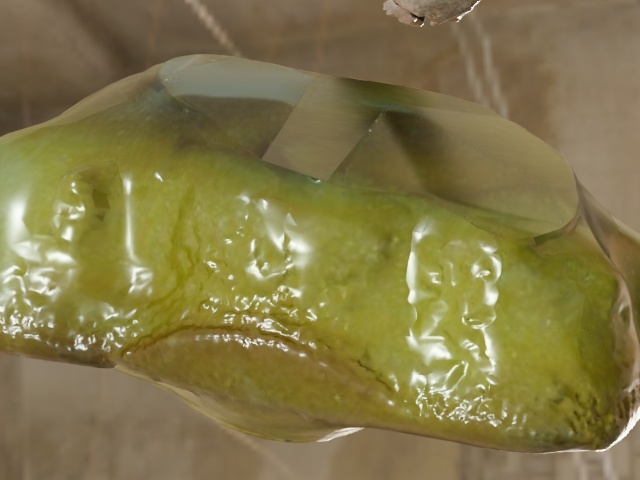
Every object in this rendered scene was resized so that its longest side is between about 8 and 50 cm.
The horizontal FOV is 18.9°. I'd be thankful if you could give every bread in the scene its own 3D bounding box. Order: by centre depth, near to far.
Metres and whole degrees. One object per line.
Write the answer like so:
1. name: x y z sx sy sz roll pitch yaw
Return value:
1. bread: 0.000 0.000 0.585 0.161 0.233 0.088 -42 -38 -58

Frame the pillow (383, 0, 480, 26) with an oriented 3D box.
1. pillow: 0.094 -0.157 0.655 0.034 0.211 0.135 43 -168 -25
